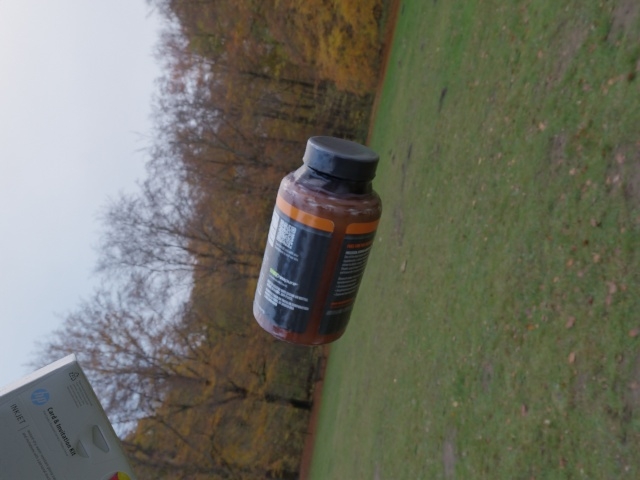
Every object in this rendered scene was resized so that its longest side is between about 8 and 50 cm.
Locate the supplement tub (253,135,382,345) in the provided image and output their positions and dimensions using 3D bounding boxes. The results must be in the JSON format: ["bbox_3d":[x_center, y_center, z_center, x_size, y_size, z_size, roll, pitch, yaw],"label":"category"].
[{"bbox_3d":[0.000,0.000,0.528,0.106,0.106,0.197,-77,2,-67],"label":"supplement tub"}]

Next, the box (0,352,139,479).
[{"bbox_3d":[-0.263,0.202,0.432,0.038,0.186,0.145,4,118,64],"label":"box"}]
